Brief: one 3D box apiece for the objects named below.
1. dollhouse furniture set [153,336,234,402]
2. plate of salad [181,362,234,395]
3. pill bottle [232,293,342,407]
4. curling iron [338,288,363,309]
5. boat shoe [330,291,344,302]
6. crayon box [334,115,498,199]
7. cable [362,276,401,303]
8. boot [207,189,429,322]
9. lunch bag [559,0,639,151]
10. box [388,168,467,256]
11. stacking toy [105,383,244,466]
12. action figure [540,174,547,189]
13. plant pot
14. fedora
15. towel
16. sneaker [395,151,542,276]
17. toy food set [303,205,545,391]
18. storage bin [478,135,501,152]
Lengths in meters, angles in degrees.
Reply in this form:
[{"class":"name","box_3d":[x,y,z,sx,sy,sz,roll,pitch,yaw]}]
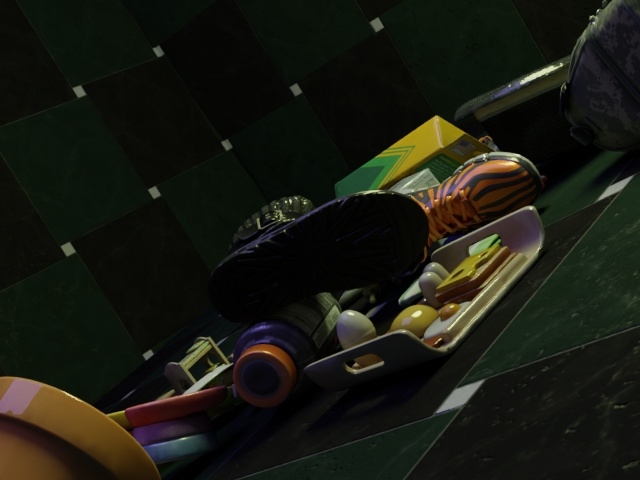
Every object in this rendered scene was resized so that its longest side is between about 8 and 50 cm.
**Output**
[{"class":"dollhouse furniture set","box_3d":[-0.267,0.272,2.155,0.161,0.101,0.182,-32,6,38]},{"class":"plate of salad","box_3d":[-0.221,0.294,1.882,0.200,0.048,0.200,-41,-6,-5]},{"class":"pill bottle","box_3d":[-0.052,0.161,1.533,0.130,0.130,0.245,-34,5,22]},{"class":"curling iron","box_3d":[0.012,0.131,1.938,0.274,0.035,0.068,-36,4,-1]},{"class":"boat shoe","box_3d":[-0.014,0.108,1.744,0.335,0.119,0.121,-62,-15,-4]},{"class":"crayon box","box_3d":[0.212,-0.117,1.958,0.323,0.203,0.083,-32,49,36]},{"class":"cable","box_3d":[0.103,0.018,1.874,0.139,0.072,0.287,-63,16,9]},{"class":"boot","box_3d":[-0.002,-0.004,1.562,0.348,0.131,0.260,-18,10,10]},{"class":"lunch bag","box_3d":[0.506,-0.275,1.458,0.305,0.212,0.256,-37,-12,-22]},{"class":"box","box_3d":[0.184,-0.046,1.819,0.072,0.137,0.126,-39,5,-16]},{"class":"stacking toy","box_3d":[-0.209,0.313,1.631,0.279,0.130,0.309,-8,-9,-33]},{"class":"action figure","box_3d":[0.337,-0.074,1.688,0.115,0.030,0.038,-36,-1,-27]},{"class":"plant pot","box_3d":[-0.386,0.351,1.362,0.291,0.291,0.203,-31,24,46]},{"class":"fedora","box_3d":[0.407,-0.224,1.788,0.334,0.152,0.334,-24,1,0]},{"class":"towel","box_3d":[0.197,0.049,1.548,0.152,0.023,0.113,-29,10,41]},{"class":"sneaker","box_3d":[0.193,-0.025,1.614,0.321,0.124,0.180,-24,15,43]},{"class":"toy food set","box_3d":[0.134,0.070,1.320,0.306,0.092,0.220,-40,6,-38]},{"class":"storage bin","box_3d":[0.344,-0.153,2.072,0.091,0.098,0.135,-47,6,-7]}]
